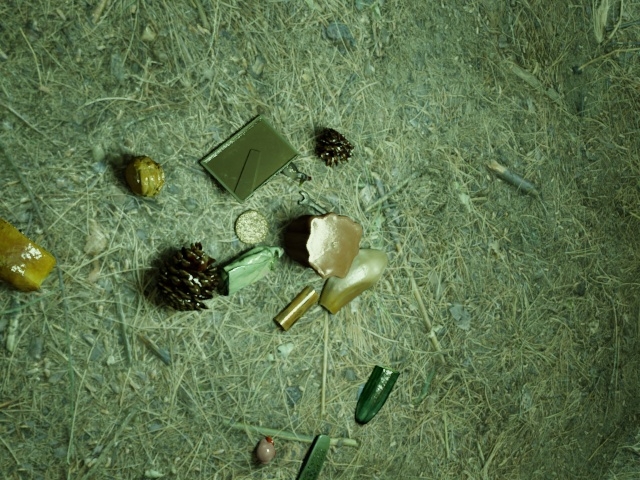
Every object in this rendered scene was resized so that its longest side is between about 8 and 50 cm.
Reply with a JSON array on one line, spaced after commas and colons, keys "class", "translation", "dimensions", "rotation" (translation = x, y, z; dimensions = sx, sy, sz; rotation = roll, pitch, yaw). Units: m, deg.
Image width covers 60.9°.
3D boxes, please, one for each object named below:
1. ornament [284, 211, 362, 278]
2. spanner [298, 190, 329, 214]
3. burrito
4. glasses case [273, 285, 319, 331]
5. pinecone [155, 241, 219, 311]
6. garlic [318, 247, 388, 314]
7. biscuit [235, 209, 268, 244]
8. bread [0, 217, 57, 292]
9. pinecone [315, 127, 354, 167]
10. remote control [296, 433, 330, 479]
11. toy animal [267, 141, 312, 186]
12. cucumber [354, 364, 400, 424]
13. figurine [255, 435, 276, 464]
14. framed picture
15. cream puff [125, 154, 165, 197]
[{"class": "ornament", "translation": [0.000, 0.000, 1.826], "dimensions": [0.221, 0.217, 0.235], "rotation": [-40, 111, -18]}, {"class": "spanner", "translation": [0.020, -0.096, 1.942], "dimensions": [0.254, 0.015, 0.054], "rotation": [33, 82, -26]}, {"class": "burrito", "translation": [-0.231, 0.088, 1.783], "dimensions": [0.229, 0.144, 0.089], "rotation": [-28, 67, -29]}, {"class": "glasses case", "translation": [-0.079, 0.240, 1.910], "dimensions": [0.170, 0.041, 0.064], "rotation": [-44, 113, -18]}, {"class": "pinecone", "translation": [-0.396, 0.115, 1.663], "dimensions": [0.204, 0.179, 0.184], "rotation": [-54, 134, -27]}, {"class": "garlic", "translation": [0.119, 0.136, 1.978], "dimensions": [0.318, 0.112, 0.143], "rotation": [-41, 115, -6]}, {"class": "biscuit", "translation": [-0.228, -0.043, 1.818], "dimensions": [0.120, 0.015, 0.120], "rotation": [-3, 97, -26]}, {"class": "bread", "translation": [-0.823, 0.037, 1.459], "dimensions": [0.229, 0.139, 0.143], "rotation": [44, 67, -25]}, {"class": "pinecone", "translation": [0.048, -0.314, 1.874], "dimensions": [0.121, 0.140, 0.140], "rotation": [-43, 113, 3]}, {"class": "remote control", "translation": [-0.027, 0.815, 1.992], "dimensions": [0.072, 0.042, 0.222], "rotation": [26, 84, -27]}, {"class": "toy animal", "translation": [-0.111, -0.246, 1.832], "dimensions": [0.202, 0.070, 0.105], "rotation": [26, 71, -26]}, {"class": "cucumber", "translation": [0.217, 0.599, 2.088], "dimensions": [0.115, 0.063, 0.244], "rotation": [33, 82, -25]}, {"class": "figurine", "translation": [-0.190, 0.730, 1.886], "dimensions": [0.071, 0.067, 0.083], "rotation": [-16, 86, -45]}, {"class": "framed picture", "translation": [-0.224, -0.263, 1.751], "dimensions": [0.265, 0.018, 0.192], "rotation": [-42, 84, -18]}, {"class": "cream puff", "translation": [-0.513, -0.187, 1.607], "dimensions": [0.104, 0.119, 0.133], "rotation": [-39, 139, -38]}]
